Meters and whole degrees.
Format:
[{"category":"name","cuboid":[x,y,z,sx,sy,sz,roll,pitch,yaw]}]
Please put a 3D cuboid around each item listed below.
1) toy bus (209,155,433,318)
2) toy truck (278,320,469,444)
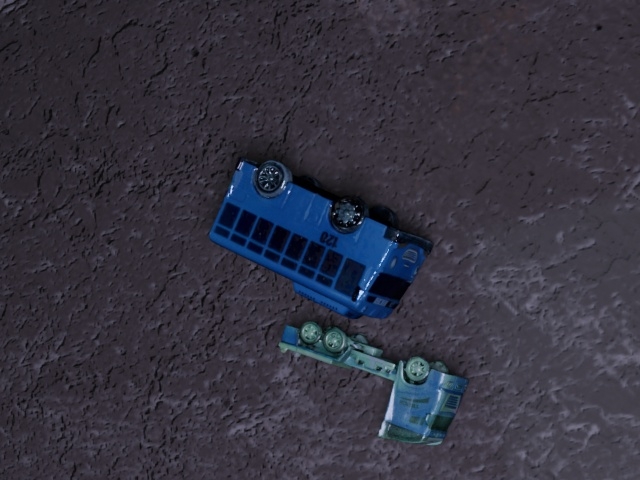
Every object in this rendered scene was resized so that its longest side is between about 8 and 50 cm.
[{"category":"toy bus","cuboid":[0.000,0.000,1.635,0.185,0.090,0.106,25,91,27]},{"category":"toy truck","cuboid":[0.040,0.128,1.605,0.175,0.067,0.081,18,88,25]}]
